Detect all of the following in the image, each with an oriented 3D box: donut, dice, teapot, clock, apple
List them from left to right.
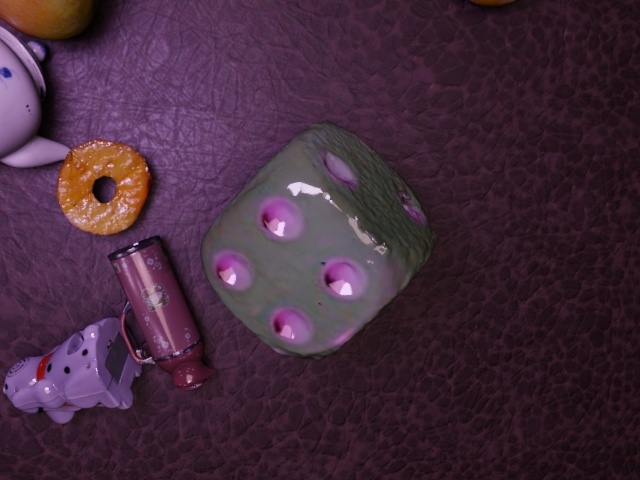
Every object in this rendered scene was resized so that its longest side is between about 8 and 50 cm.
[{"bbox_3d":[-0.607,-0.286,1.008,0.280,0.252,0.424,-53,129,-35],"label":"teapot"},{"bbox_3d":[-0.482,-0.491,0.990,0.193,0.261,0.261,15,94,-21],"label":"apple"},{"bbox_3d":[-0.512,0.278,1.128,0.253,0.189,0.189,-22,100,6],"label":"clock"},{"bbox_3d":[-0.432,-0.110,1.120,0.174,0.074,0.190,-1,106,-26],"label":"donut"},{"bbox_3d":[0.000,0.000,1.049,0.330,0.318,0.322,43,119,-3],"label":"dice"}]

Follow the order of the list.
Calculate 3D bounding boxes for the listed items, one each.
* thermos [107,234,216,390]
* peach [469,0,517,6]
[{"bbox_3d":[-0.331,0.167,1.156,0.136,0.109,0.331,-30,104,-42],"label":"thermos"},{"bbox_3d":[0.369,-0.621,1.173,0.251,0.153,0.251,-1,95,-17],"label":"peach"}]
